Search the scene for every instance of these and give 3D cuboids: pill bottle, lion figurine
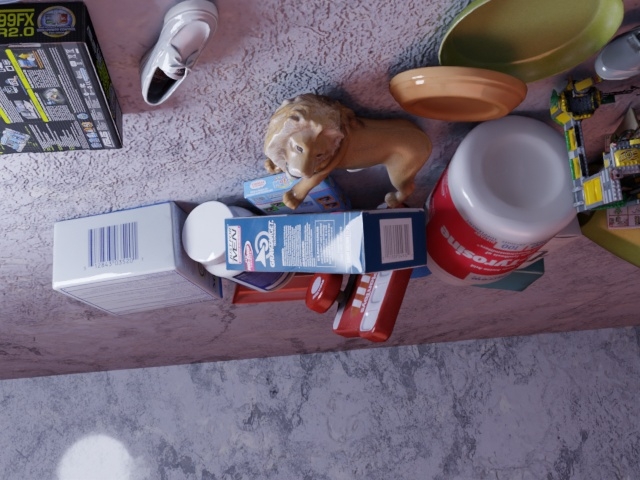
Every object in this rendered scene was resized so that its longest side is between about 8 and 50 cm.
[{"bbox_3d":[-0.166,0.014,1.473,0.153,0.153,0.265,-14,160,21],"label":"pill bottle"},{"bbox_3d":[0.319,-0.048,1.339,0.229,0.229,0.407,-5,161,-6],"label":"pill bottle"},{"bbox_3d":[0.062,-0.151,1.145,0.392,0.142,0.240,-11,159,-35],"label":"lion figurine"}]

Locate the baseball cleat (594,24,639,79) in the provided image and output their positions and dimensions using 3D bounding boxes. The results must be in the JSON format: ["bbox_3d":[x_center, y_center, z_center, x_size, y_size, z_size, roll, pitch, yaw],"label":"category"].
[{"bbox_3d":[0.462,-0.292,0.922,0.206,0.072,0.109,-27,151,9],"label":"baseball cleat"}]

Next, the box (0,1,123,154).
[{"bbox_3d":[-0.389,-0.201,0.913,0.216,0.060,0.270,-4,161,-7],"label":"box"}]

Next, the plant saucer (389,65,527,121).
[{"bbox_3d":[0.199,-0.209,1.023,0.200,0.037,0.200,5,178,0],"label":"plant saucer"}]

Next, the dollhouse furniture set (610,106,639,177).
[{"bbox_3d":[0.672,-0.112,1.229,0.262,0.259,0.135,-3,152,-6],"label":"dollhouse furniture set"}]

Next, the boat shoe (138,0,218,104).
[{"bbox_3d":[-0.184,-0.232,0.882,0.066,0.063,0.184,10,156,-39],"label":"boat shoe"}]

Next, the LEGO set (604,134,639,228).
[{"bbox_3d":[0.666,-0.117,1.334,0.244,0.182,0.060,-3,-179,5],"label":"LEGO set"}]

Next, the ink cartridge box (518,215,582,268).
[{"bbox_3d":[0.447,-0.042,1.507,0.092,0.158,0.218,-1,161,-20],"label":"ink cartridge box"}]

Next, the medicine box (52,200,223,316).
[{"bbox_3d":[-0.384,0.050,1.508,0.264,0.149,0.289,-10,161,8],"label":"medicine box"}]

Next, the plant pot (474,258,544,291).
[{"bbox_3d":[0.393,0.020,1.688,0.234,0.165,0.165,3,161,-3],"label":"plant pot"}]

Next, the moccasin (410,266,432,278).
[{"bbox_3d":[0.112,-0.006,1.573,0.342,0.116,0.137,13,120,-18],"label":"moccasin"}]

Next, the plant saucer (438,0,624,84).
[{"bbox_3d":[0.276,-0.283,0.933,0.241,0.037,0.241,-6,161,-2],"label":"plant saucer"}]

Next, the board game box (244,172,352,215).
[{"bbox_3d":[-0.040,-0.083,1.406,0.160,0.039,0.211,-12,160,14],"label":"board game box"}]

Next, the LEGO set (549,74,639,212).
[{"bbox_3d":[0.519,-0.162,1.040,0.332,0.254,0.192,1,177,2],"label":"LEGO set"}]

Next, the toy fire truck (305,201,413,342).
[{"bbox_3d":[0.116,0.056,1.366,0.169,0.302,0.254,27,164,-17],"label":"toy fire truck"}]

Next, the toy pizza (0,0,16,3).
[{"bbox_3d":[-0.349,-0.302,0.670,0.201,0.032,0.201,-7,160,-2],"label":"toy pizza"}]

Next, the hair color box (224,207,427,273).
[{"bbox_3d":[0.000,0.000,1.252,0.347,0.105,0.174,-2,-178,44],"label":"hair color box"}]

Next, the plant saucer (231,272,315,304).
[{"bbox_3d":[-0.118,0.120,1.964,0.259,0.047,0.258,-3,161,-12],"label":"plant saucer"}]

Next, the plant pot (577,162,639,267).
[{"bbox_3d":[0.680,-0.060,1.447,0.294,0.274,0.275,13,158,-7],"label":"plant pot"}]
